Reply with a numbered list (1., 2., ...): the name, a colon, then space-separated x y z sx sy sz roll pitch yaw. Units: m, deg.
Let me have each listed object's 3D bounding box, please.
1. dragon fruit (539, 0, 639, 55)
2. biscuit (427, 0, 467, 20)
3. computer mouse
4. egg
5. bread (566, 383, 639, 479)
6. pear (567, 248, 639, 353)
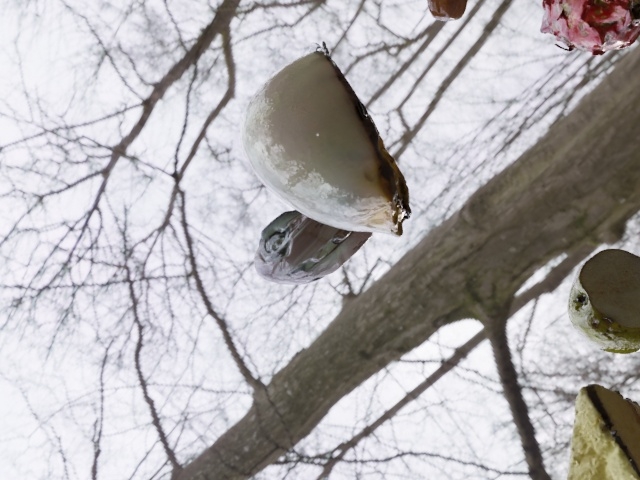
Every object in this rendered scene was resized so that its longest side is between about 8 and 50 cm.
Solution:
1. dragon fruit: 0.576 -0.481 1.577 0.210 0.205 0.268 4 -162 -18
2. biscuit: 0.155 -0.445 1.004 0.306 0.043 0.284 47 -132 -46
3. computer mouse: 0.000 0.005 1.882 0.199 0.389 0.115 39 -151 -36
4. egg: -0.002 -0.113 1.092 0.286 0.174 0.264 59 -179 -24
5. bread: 0.530 0.360 1.248 0.263 0.198 0.236 27 -119 -40
6. pear: 0.401 0.090 1.053 0.141 0.104 0.141 3 -125 -4
